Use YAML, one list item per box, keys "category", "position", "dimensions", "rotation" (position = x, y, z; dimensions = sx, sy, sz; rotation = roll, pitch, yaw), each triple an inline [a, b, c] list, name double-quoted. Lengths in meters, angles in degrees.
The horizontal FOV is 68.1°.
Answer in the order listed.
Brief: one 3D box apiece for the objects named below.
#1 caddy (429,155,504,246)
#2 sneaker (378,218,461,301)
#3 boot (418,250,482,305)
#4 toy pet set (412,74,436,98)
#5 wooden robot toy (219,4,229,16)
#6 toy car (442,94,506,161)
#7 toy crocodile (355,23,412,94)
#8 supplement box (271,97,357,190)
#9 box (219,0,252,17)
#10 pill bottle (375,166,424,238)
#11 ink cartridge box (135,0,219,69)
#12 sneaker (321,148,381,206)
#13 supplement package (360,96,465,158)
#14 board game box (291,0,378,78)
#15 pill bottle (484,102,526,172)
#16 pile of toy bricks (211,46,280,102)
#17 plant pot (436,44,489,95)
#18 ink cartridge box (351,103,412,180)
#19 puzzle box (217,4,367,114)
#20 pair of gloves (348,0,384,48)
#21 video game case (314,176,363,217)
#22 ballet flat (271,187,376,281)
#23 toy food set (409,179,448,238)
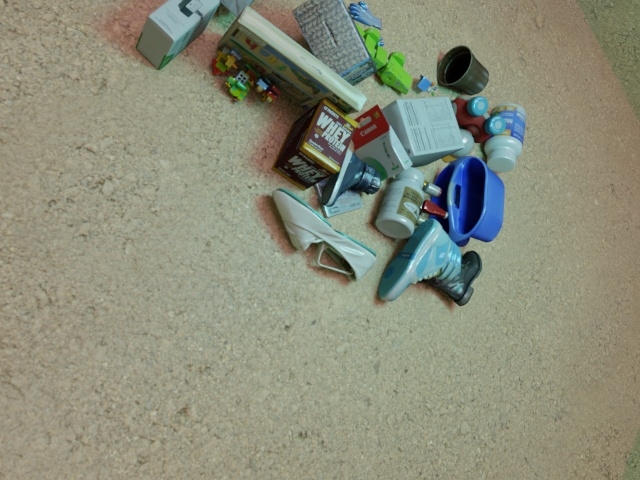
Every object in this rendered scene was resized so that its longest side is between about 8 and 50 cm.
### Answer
- category: "caddy"
  position: [0.518, -0.138, 1.716]
  dimensions: [0.179, 0.241, 0.341]
  rotation: [24, 66, -34]
- category: "sneaker"
  position: [0.350, 0.109, 1.572]
  dimensions: [0.208, 0.127, 0.319]
  rotation: [39, 86, -19]
- category: "boot"
  position: [0.462, 0.090, 1.719]
  dimensions: [0.229, 0.091, 0.262]
  rotation: [35, 55, -13]
- category: "toy pet set"
  position: [0.429, -0.604, 1.871]
  dimensions: [0.114, 0.065, 0.122]
  rotation: [30, 63, -24]
- category: "wooden robot toy"
  position: [-0.345, -0.736, 1.409]
  dimensions: [0.173, 0.076, 0.079]
  rotation: [27, 29, -30]
- category: "toy car"
  position: [0.549, -0.421, 1.859]
  dimensions: [0.210, 0.219, 0.238]
  rotation: [39, 89, -19]
- category: "toy crocodile"
  position: [0.209, -0.658, 1.728]
  dimensions: [0.341, 0.105, 0.115]
  rotation: [31, 63, -29]
- category: "supplement box"
  position: [-0.019, -0.283, 1.422]
  dimensions: [0.129, 0.194, 0.191]
  rotation: [32, 63, -23]
- category: "box"
  position: [-0.240, -0.808, 1.418]
  dimensions: [0.169, 0.087, 0.289]
  rotation: [36, 44, -22]
- category: "pill bottle"
  position: [0.281, -0.132, 1.621]
  dimensions: [0.131, 0.131, 0.229]
  rotation: [33, 63, -23]
- category: "ink cartridge box"
  position: [-0.385, -0.584, 1.280]
  dimensions: [0.087, 0.153, 0.208]
  rotation: [43, 58, -17]
- category: "sneaker"
  position: [0.106, -0.170, 1.519]
  dimensions: [0.163, 0.086, 0.226]
  rotation: [34, 61, -19]
- category: "supplement package"
  position: [0.323, -0.370, 1.664]
  dimensions: [0.263, 0.199, 0.197]
  rotation: [-15, 87, -35]
- category: "board game box"
  position: [0.057, -0.622, 1.497]
  dimensions: [0.231, 0.141, 0.291]
  rotation: [62, 16, -5]
- category: "pill bottle"
  position: [0.780, -0.431, 2.007]
  dimensions: [0.152, 0.152, 0.271]
  rotation: [28, 64, -25]
- category: "pile of toy bricks"
  position: [-0.227, -0.458, 1.395]
  dimensions: [0.212, 0.118, 0.105]
  rotation: [36, 93, -31]
- category: "plant pot"
  position: [0.599, -0.688, 1.954]
  dimensions: [0.165, 0.167, 0.166]
  rotation: [15, 70, -37]
- category: "ink cartridge box"
  position: [0.175, -0.307, 1.563]
  dimensions: [0.056, 0.181, 0.224]
  rotation: [-40, 101, -37]
- category: "puzzle box"
  position: [-0.090, -0.494, 1.383]
  dimensions: [0.409, 0.272, 0.052]
  rotation: [30, 85, -23]
- category: "pair of gloves"
  position: [0.173, -0.804, 1.778]
  dimensions: [0.159, 0.023, 0.198]
  rotation: [10, 74, -31]
- category: "video game case"
  position: [0.057, -0.159, 1.550]
  dimensions: [0.157, 0.019, 0.143]
  rotation: [-18, 89, -34]
- category: "ballet flat"
  position: [0.000, 0.000, 1.420]
  dimensions: [0.400, 0.139, 0.139]
  rotation: [35, 62, -23]
- category: "toy food set"
  position: [0.390, -0.105, 1.686]
  dimensions: [0.105, 0.111, 0.232]
  rotation: [24, 68, -12]
